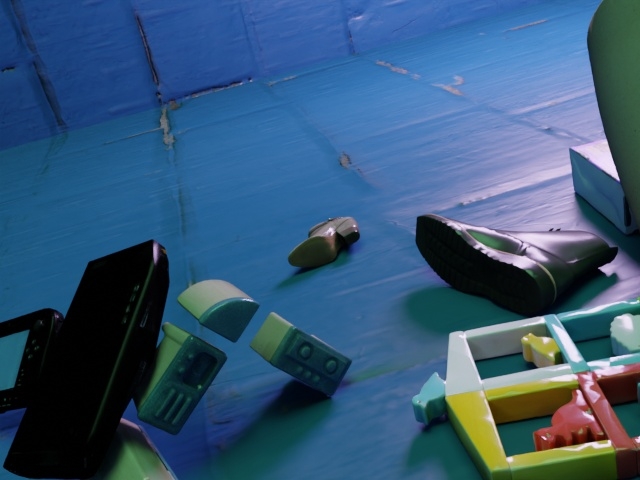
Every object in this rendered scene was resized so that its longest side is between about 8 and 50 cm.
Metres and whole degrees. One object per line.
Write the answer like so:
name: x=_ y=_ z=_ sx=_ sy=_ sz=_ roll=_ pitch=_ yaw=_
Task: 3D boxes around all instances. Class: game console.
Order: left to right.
game console: x=-0.285 y=0.130 z=0.702 sx=0.362 sy=0.044 sz=0.213 roll=-17 pitch=48 yaw=39

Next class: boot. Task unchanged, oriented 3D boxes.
boot: x=0.000 y=0.000 z=0.977 sx=0.119 sy=0.042 sz=0.087 roll=-19 pitch=18 yaw=-14
boot: x=0.218 y=0.009 z=0.804 sx=0.137 sy=0.076 sz=0.198 roll=-22 pitch=37 yaw=-28

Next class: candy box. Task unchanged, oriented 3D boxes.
candy box: x=0.442 y=-0.089 z=0.882 sx=0.197 sy=0.070 sz=0.164 roll=-13 pitch=23 yaw=3

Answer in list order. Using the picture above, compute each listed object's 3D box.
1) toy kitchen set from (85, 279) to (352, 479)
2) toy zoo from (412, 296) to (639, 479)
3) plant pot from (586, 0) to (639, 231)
toy kitchen set: x=-0.080 y=0.162 z=0.627 sx=0.207 sy=0.166 sz=0.122 roll=-57 pitch=33 yaw=-5
toy zoo: x=0.224 y=0.120 z=0.586 sx=0.294 sy=0.030 sz=0.192 roll=-12 pitch=24 yaw=5
plant pot: x=0.395 y=-0.098 z=0.684 sx=0.257 sy=0.256 sz=0.273 roll=-2 pitch=66 yaw=26
